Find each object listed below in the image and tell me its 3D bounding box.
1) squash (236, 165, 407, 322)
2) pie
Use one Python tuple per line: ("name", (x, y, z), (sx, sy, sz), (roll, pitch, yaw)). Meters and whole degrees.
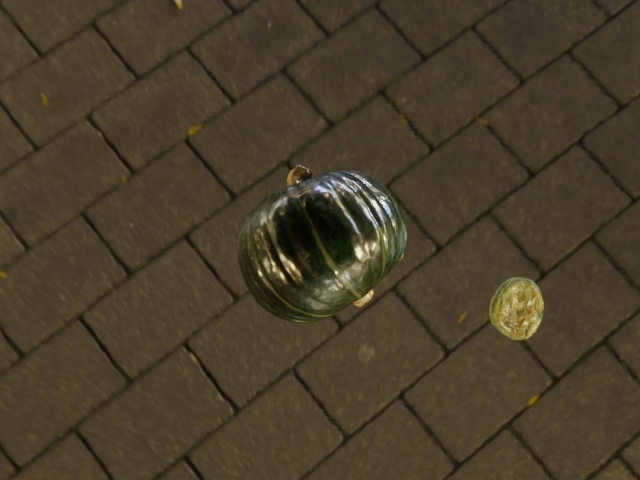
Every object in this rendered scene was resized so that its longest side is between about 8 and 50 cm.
("squash", (0.001, 0.005, 1.169), (0.172, 0.218, 0.218), (41, 76, 9))
("pie", (0.254, 0.088, 1.251), (0.084, 0.021, 0.084), (-2, 96, -23))
